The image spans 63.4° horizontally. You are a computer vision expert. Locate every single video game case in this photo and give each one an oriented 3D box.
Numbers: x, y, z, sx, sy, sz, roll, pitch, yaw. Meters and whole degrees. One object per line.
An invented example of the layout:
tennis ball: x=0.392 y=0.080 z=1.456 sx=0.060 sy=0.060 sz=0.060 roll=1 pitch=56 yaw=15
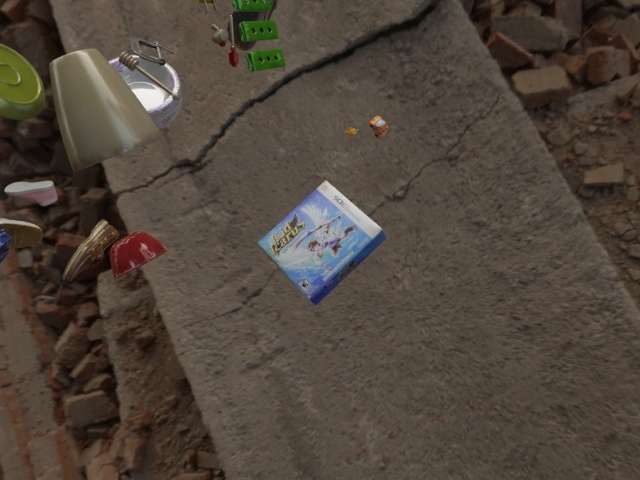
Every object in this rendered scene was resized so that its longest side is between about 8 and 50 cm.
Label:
video game case: x=0.000 y=0.000 z=1.421 sx=0.269 sy=0.061 sz=0.244 roll=-43 pitch=58 yaw=-4

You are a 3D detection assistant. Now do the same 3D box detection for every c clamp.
c clamp: x=-0.498 y=-0.564 z=1.543 sx=0.022 sy=0.137 sz=0.160 roll=-53 pitch=36 yaw=28

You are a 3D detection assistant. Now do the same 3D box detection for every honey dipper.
honey dipper: x=-0.405 y=-0.388 z=1.236 sx=0.161 sy=0.030 sz=0.030 roll=36 pitch=90 yaw=-10

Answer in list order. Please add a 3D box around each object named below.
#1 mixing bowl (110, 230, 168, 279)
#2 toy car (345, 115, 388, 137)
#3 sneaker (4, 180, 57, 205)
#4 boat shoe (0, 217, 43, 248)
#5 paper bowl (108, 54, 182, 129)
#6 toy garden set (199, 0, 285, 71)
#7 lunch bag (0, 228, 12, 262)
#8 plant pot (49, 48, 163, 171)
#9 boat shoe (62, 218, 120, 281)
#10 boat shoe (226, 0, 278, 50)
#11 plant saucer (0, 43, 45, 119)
mixing bowl: x=-0.572 y=0.034 z=1.592 sx=0.182 sy=0.181 sz=0.098 roll=-28 pitch=95 yaw=5
toy car: x=0.128 y=-0.278 z=1.344 sx=0.122 sy=0.060 sz=0.041 roll=-30 pitch=33 yaw=-22
sneaker: x=-0.801 y=-0.125 z=1.443 sx=0.135 sy=0.070 sz=0.051 roll=-4 pitch=42 yaw=-1
boat shoe: x=-1.025 y=-0.039 z=1.619 sx=0.096 sy=0.277 sz=0.098 roll=49 pitch=124 yaw=42
paper bowl: x=-0.614 y=-0.478 z=1.751 sx=0.285 sy=0.148 sz=0.284 roll=4 pitch=60 yaw=-7
toy garden set: x=-0.196 y=-0.516 z=1.206 sx=0.049 sy=0.204 sz=0.244 roll=0 pitch=109 yaw=42
lunch bag: x=-0.539 y=0.018 z=0.825 sx=0.065 sy=0.067 sz=0.098 roll=38 pitch=89 yaw=-19
plant pot: x=-0.602 y=-0.357 z=1.394 sx=0.257 sy=0.256 sz=0.273 roll=-20 pitch=106 yaw=7
boat shoe: x=-0.545 y=0.029 z=1.236 sx=0.060 sy=0.064 sz=0.177 roll=36 pitch=51 yaw=-15
boat shoe: x=-0.199 y=-0.787 z=1.656 sx=0.132 sy=0.130 sz=0.355 roll=32 pitch=131 yaw=-6
plant saucer: x=-0.864 y=-0.448 z=1.421 sx=0.037 sy=0.241 sz=0.240 roll=-24 pitch=78 yaw=27
